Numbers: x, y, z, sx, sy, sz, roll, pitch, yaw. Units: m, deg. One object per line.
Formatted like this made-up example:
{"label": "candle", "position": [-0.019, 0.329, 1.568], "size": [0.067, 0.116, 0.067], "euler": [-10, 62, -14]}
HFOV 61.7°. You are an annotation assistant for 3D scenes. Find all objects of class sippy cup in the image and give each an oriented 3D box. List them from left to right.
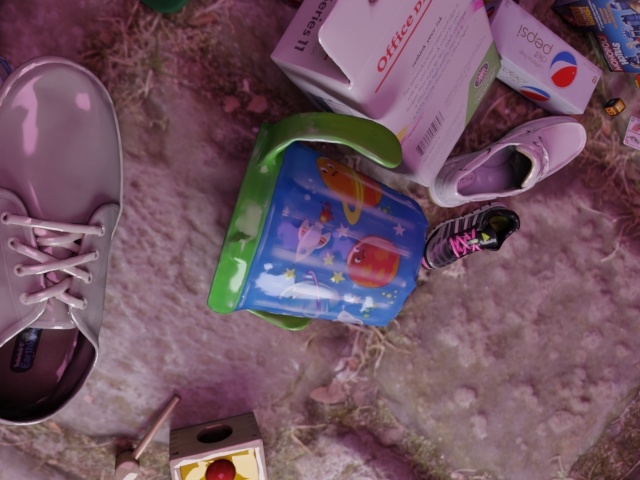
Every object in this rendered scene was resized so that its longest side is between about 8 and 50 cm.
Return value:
{"label": "sippy cup", "position": [0.000, 0.000, 0.664], "size": [0.224, 0.305, 0.240], "euler": [18, 82, -9]}

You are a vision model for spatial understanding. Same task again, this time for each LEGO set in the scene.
{"label": "LEGO set", "position": [0.596, -0.231, 0.900], "size": [0.244, 0.060, 0.182], "euler": [15, 91, -17]}

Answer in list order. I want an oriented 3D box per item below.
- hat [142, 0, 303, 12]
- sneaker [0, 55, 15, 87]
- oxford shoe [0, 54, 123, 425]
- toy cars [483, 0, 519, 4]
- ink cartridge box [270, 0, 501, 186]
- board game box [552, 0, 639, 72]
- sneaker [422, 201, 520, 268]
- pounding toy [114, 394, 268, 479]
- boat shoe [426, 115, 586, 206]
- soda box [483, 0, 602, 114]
{"label": "hat", "position": [-0.145, -0.387, 0.662], "size": [0.183, 0.173, 0.208], "euler": [-39, 141, -35]}
{"label": "sneaker", "position": [-0.390, -0.127, 0.632], "size": [0.071, 0.083, 0.190], "euler": [-10, 103, -15]}
{"label": "oxford shoe", "position": [-0.316, 0.016, 0.630], "size": [0.169, 0.130, 0.449], "euler": [7, 100, -40]}
{"label": "toy cars", "position": [0.211, -0.433, 0.742], "size": [0.394, 0.087, 0.176], "euler": [13, 95, -17]}
{"label": "ink cartridge box", "position": [0.082, -0.227, 0.623], "size": [0.207, 0.119, 0.353], "euler": [-59, 149, -1]}
{"label": "board game box", "position": [0.459, -0.334, 0.793], "size": [0.194, 0.194, 0.060], "euler": [38, 85, -38]}
{"label": "sneaker", "position": [0.235, -0.006, 0.826], "size": [0.170, 0.075, 0.063], "euler": [-27, 105, -9]}
{"label": "pounding toy", "position": [-0.184, 0.318, 0.755], "size": [0.206, 0.094, 0.181], "euler": [-9, 101, -14]}
{"label": "boat shoe", "position": [0.303, -0.115, 0.815], "size": [0.277, 0.096, 0.098], "euler": [-24, 104, -10]}
{"label": "soda box", "position": [0.311, -0.267, 0.795], "size": [0.216, 0.069, 0.074], "euler": [23, 92, -24]}
